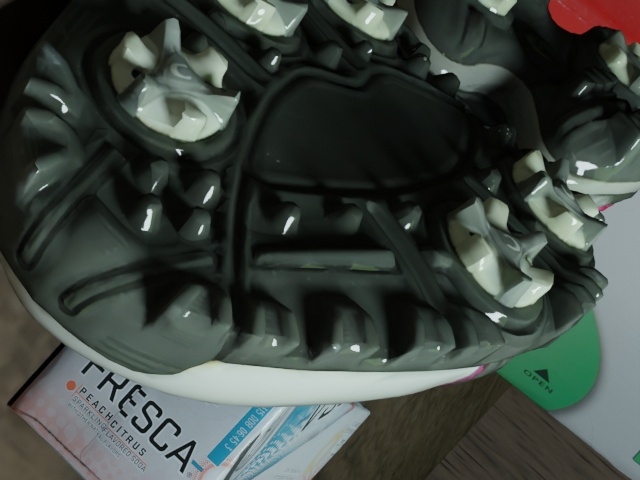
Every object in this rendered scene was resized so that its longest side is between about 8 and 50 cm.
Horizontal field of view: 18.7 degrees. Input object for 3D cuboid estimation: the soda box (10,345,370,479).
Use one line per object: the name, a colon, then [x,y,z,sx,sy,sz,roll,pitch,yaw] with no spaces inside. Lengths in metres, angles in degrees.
soda box: [-0.033,0.053,0.604,0.063,0.058,0.183,-48,170,0]

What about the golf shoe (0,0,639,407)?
golf shoe: [0.000,0.000,0.433,0.120,0.105,0.273,-44,171,22]

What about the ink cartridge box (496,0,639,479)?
ink cartridge box: [0.114,-0.005,0.645,0.056,0.181,0.224,-47,170,-27]
